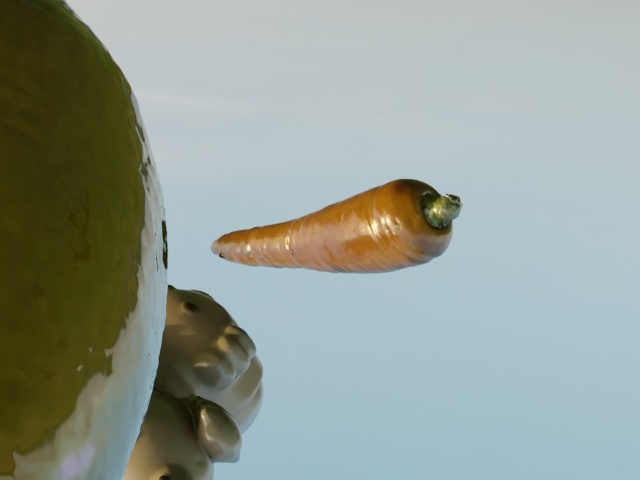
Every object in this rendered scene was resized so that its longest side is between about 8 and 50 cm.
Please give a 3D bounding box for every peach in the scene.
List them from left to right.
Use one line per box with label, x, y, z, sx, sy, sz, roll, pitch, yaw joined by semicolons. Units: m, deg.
peach;-0.155;0.012;0.406;0.251;0.153;0.251;-4;-140;4

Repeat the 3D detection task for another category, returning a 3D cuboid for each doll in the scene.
doll;-0.112;0.126;1.159;0.154;0.119;0.278;-24;-157;13

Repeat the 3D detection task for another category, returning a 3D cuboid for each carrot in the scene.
carrot;0.000;0.000;1.289;0.061;0.061;0.257;-3;174;-44
